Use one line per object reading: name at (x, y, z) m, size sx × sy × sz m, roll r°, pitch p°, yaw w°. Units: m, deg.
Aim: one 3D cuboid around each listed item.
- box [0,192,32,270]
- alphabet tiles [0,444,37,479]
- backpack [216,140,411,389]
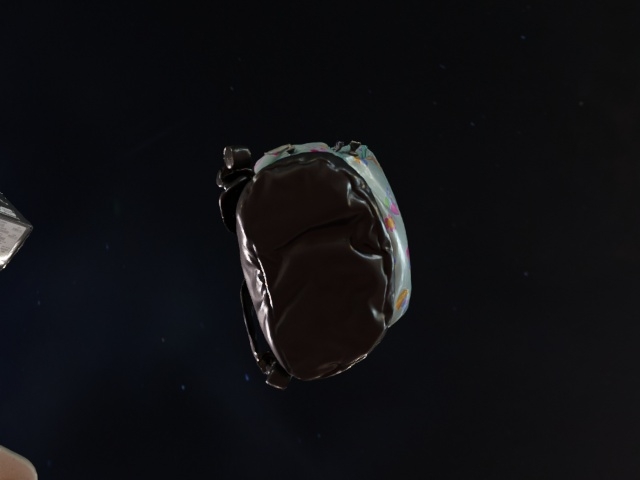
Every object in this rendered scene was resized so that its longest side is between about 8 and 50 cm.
box at (-0.371, -0.067, 0.679) m, size 0.056 × 0.183 × 0.231 m, roll -51°, pitch -28°, yaw 5°
alphabet tiles at (-0.316, 0.139, 0.452) m, size 0.278 × 0.021 × 0.284 m, roll 33°, pitch -98°, yaw -16°
backpack at (0.000, 0.000, 0.571) m, size 0.115 × 0.182 × 0.152 m, roll -7°, pitch -78°, yaw 1°
